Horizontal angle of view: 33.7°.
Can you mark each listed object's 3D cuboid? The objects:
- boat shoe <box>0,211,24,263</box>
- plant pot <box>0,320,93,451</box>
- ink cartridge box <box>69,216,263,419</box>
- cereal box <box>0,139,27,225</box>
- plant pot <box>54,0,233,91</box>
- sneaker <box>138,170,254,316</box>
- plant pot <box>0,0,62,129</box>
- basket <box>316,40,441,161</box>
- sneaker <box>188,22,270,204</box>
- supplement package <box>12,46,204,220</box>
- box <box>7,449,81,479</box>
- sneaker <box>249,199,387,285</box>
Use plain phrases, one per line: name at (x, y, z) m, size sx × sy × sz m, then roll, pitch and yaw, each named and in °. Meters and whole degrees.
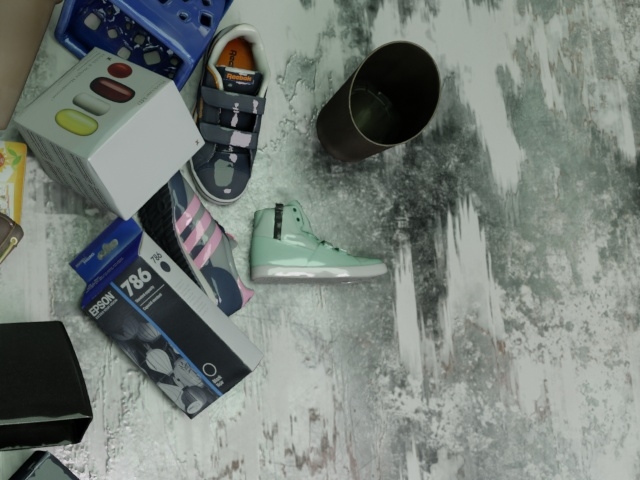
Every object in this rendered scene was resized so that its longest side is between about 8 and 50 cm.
boat shoe at (-0.582, 0.091, 1.629) m, size 0.097 × 0.116 × 0.324 m, roll 35°, pitch 83°, yaw -29°
plant pot at (-0.460, 0.222, 1.629) m, size 0.188 × 0.187 × 0.167 m, roll -1°, pitch 68°, yaw -20°
ink cartridge box at (-0.264, 0.125, 1.723) m, size 0.332 × 0.165 × 0.065 m, roll 47°, pitch 29°, yaw -5°
cereal box at (-0.603, -0.085, 1.699) m, size 0.240 × 0.047 × 0.173 m, roll 6°, pitch 78°, yaw -18°
plant pot at (-0.282, -0.392, 1.785) m, size 0.236 × 0.236 × 0.212 m, roll 36°, pitch 63°, yaw -10°
sneaker at (-0.217, -0.015, 1.811) m, size 0.131 × 0.112 × 0.319 m, roll -16°, pitch 85°, yaw -42°
plant pot at (-0.570, -0.322, 1.646) m, size 0.323 × 0.323 × 0.280 m, roll 6°, pitch 95°, yaw -19°
basket at (0.090, -0.230, 1.883) m, size 0.154 × 0.227 × 0.204 m, roll 36°, pitch 71°, yaw -10°
sneaker at (-0.161, -0.228, 1.848) m, size 0.126 × 0.127 × 0.321 m, roll 5°, pitch 79°, yaw -21°
supplement package at (-0.340, -0.176, 1.707) m, size 0.194 × 0.203 × 0.149 m, roll -48°, pitch 142°, yaw -21°
box at (-0.375, 0.552, 1.570) m, size 0.395 × 0.212 × 0.293 m, roll 46°, pitch 69°, yaw -7°
sneaker at (0.000, 0.000, 1.878) m, size 0.256 × 0.094 × 0.151 m, roll 3°, pitch 76°, yaw -21°
